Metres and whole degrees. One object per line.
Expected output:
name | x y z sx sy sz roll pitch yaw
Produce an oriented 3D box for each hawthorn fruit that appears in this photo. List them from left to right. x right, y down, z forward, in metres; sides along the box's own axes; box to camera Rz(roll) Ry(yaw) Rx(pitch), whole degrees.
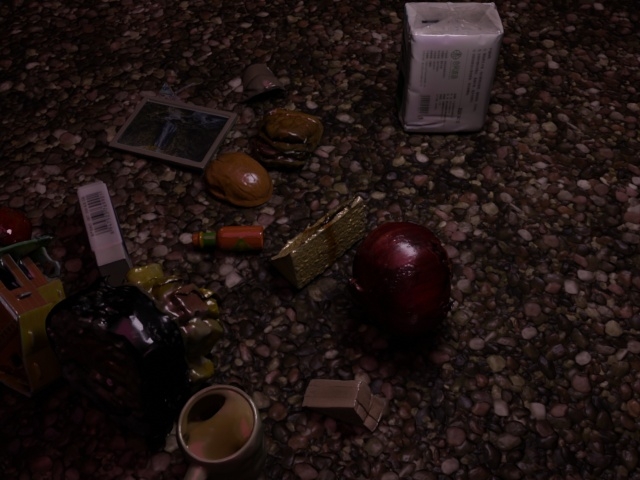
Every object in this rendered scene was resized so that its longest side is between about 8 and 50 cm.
hawthorn fruit | -0.809 -0.006 1.776 0.148 0.148 0.172 -19 37 -14

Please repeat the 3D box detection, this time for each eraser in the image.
eraser | -0.553 -0.013 1.804 0.081 0.124 0.279 -18 55 -13

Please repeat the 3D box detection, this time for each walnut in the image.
walnut | -0.228 -0.187 1.962 0.211 0.087 0.167 27 54 19

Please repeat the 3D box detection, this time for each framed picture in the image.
framed picture | -0.439 -0.327 2.093 0.324 0.020 0.240 16 56 16

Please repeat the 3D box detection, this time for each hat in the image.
hat | -0.194 -0.511 2.209 0.147 0.085 0.175 -12 55 -8

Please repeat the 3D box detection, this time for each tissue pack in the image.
tissue pack | 0.365 -0.497 2.036 0.266 0.356 0.194 0 50 0

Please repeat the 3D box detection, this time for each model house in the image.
model house | -0.724 0.225 1.630 0.323 0.340 0.300 50 23 5

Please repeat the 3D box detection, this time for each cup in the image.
cup | -0.196 0.445 1.407 0.173 0.202 0.255 -3 52 -2

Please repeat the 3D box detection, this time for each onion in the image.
onion | 0.189 0.092 1.641 0.276 0.276 0.276 0 53 0

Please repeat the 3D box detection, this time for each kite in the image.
kite | -0.460 -0.466 2.223 0.152 0.005 0.137 -28 56 -20

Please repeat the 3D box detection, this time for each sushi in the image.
sushi | -0.392 0.212 1.532 0.329 0.328 0.285 14 39 27

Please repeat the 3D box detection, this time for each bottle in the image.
bottle | -0.242 -0.004 1.837 0.187 0.069 0.069 -2 53 0

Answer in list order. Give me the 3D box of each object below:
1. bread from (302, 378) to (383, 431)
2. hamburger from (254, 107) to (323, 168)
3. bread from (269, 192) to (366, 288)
bread | 0.050 0.369 1.580 0.152 0.105 0.077 -6 45 37
hamburger | -0.094 -0.309 2.033 0.183 0.130 0.206 13 51 7
bread | 0.000 0.000 1.806 0.266 0.142 0.178 -37 20 -23
